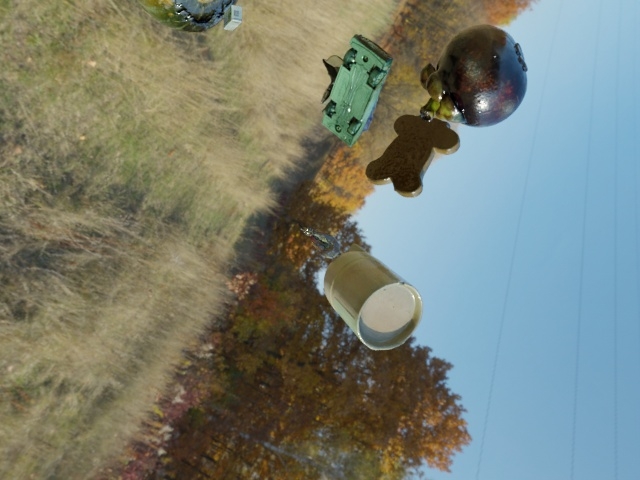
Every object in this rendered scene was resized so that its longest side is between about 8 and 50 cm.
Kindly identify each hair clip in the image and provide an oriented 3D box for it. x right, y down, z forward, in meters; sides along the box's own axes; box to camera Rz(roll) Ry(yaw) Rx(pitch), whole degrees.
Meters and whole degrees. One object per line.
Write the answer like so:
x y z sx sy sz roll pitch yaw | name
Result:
0.181 -0.492 1.545 0.124 0.052 0.195 104 8 -77 | hair clip

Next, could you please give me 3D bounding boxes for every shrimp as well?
0.000 0.000 1.648 0.042 0.190 0.101 -34 -155 58 | shrimp

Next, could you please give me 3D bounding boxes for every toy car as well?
0.103 -0.444 1.215 0.097 0.141 0.321 -40 166 -35 | toy car

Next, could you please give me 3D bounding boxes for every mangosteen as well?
0.503 -0.522 1.319 0.330 0.330 0.330 -59 -175 9 | mangosteen

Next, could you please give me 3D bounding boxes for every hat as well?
0.076 -0.594 1.496 0.173 0.144 0.166 12 -75 45 | hat

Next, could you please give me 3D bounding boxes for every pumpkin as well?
-0.487 -1.000 1.483 0.454 0.344 0.454 -38 160 -16 | pumpkin

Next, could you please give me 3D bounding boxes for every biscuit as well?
0.433 -0.394 1.874 0.394 0.368 0.076 -58 141 0 | biscuit

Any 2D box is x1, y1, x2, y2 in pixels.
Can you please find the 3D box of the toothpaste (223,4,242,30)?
-0.275 -0.693 1.263 0.164 0.034 0.046 -141 -129 -62 | toothpaste

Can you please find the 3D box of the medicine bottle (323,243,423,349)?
0.142 0.167 1.389 0.236 0.235 0.406 -59 -152 6 | medicine bottle
